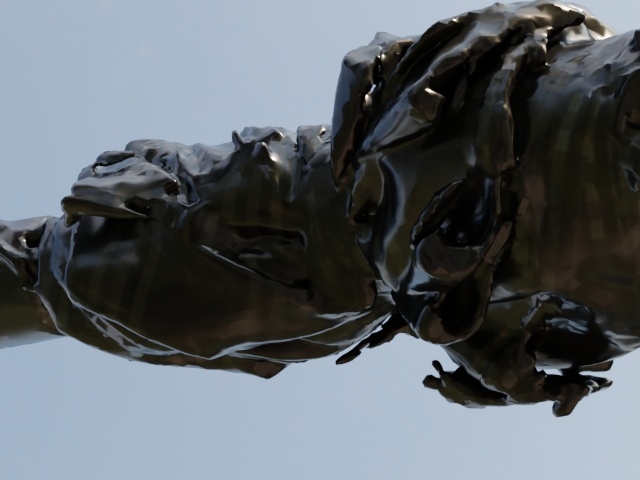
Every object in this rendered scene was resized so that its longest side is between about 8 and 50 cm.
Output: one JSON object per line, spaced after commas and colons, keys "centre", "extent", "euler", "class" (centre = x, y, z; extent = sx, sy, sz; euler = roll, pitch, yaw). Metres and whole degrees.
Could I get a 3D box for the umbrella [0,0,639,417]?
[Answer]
{"centre": [-0.003, -0.007, 0.685], "extent": [0.154, 0.337, 0.128], "euler": [67, -152, -46], "class": "umbrella"}
